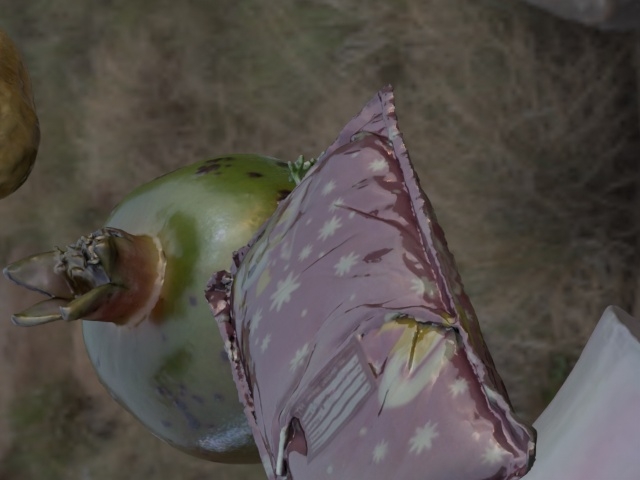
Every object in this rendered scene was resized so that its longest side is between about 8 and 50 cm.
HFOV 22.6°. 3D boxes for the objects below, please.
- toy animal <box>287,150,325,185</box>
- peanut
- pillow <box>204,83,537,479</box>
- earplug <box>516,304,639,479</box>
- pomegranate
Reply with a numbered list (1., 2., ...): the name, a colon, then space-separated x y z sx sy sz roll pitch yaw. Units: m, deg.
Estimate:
1. toy animal: -0.006 -0.016 1.130 0.217 0.041 0.075 -40 69 58
2. peanut: -0.280 -0.110 1.276 0.226 0.108 0.095 -109 2 -52
3. pillow: 0.013 0.039 0.522 0.118 0.043 0.185 -50 33 28
4. earplug: 0.178 0.214 1.165 0.301 0.172 0.172 -50 45 11
5. pomegranate: -0.099 0.036 1.378 0.291 0.323 0.291 -42 29 29
